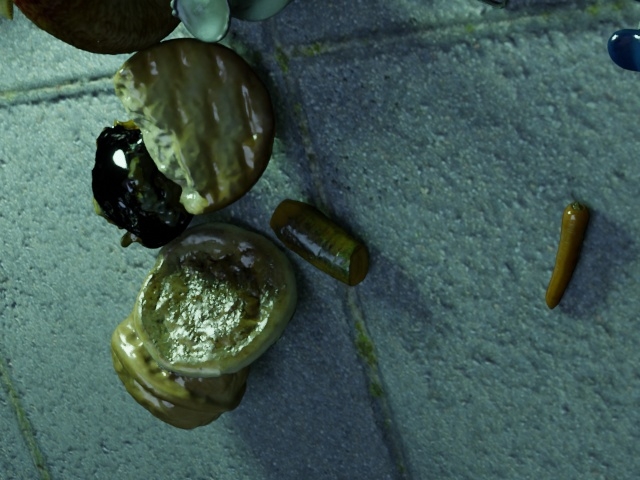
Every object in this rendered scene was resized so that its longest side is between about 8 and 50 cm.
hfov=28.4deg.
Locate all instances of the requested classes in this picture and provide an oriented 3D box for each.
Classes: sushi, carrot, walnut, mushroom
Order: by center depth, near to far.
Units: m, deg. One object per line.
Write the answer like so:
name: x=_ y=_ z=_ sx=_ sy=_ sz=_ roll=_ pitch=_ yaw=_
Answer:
carrot: x=0.345 y=0.028 z=1.789 sx=0.037 sy=0.037 sz=0.190 roll=25 pitch=129 yaw=24
mushroom: x=-0.285 y=-0.430 z=1.835 sx=0.356 sy=0.334 sz=0.331 roll=25 pitch=128 yaw=38
carrot: x=0.000 y=0.000 z=2.011 sx=0.173 sy=0.082 sz=0.082 roll=31 pitch=130 yaw=18
sushi: x=-0.290 y=-0.099 z=2.101 sx=0.204 sy=0.200 sz=0.213 roll=-7 pitch=130 yaw=41
walnut: x=-0.240 y=0.206 z=2.209 sx=0.257 sy=0.257 sz=0.224 roll=40 pitch=114 yaw=13

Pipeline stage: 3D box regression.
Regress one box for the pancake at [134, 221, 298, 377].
pancake: x=-0.175 y=0.100 z=2.105 sx=0.282 sy=0.282 sz=0.049 roll=34 pitch=171 yaw=18

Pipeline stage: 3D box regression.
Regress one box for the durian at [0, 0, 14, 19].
durian: x=-0.551 y=-0.482 z=2.154 sx=0.078 sy=0.140 sz=0.224 roll=-108 pitch=12 yaw=-48

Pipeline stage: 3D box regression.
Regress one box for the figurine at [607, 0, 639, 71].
figurine: x=0.385 y=-0.295 z=1.432 sx=0.284 sy=0.338 sz=0.204 roll=23 pitch=145 yaw=-19

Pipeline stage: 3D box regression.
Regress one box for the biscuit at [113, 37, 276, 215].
biscuit: x=-0.179 y=-0.188 z=1.969 sx=0.274 sy=0.213 sz=0.091 roll=65 pitch=170 yaw=-5

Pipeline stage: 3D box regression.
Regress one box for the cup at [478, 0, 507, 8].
cup: x=0.215 y=-0.344 z=1.675 sx=0.083 sy=0.075 sz=0.054 roll=8 pitch=82 yaw=38

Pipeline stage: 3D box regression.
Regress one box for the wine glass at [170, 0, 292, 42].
wine glass: x=-0.102 y=-0.354 z=1.786 sx=0.103 sy=0.222 sz=0.103 roll=18 pitch=124 yaw=30
